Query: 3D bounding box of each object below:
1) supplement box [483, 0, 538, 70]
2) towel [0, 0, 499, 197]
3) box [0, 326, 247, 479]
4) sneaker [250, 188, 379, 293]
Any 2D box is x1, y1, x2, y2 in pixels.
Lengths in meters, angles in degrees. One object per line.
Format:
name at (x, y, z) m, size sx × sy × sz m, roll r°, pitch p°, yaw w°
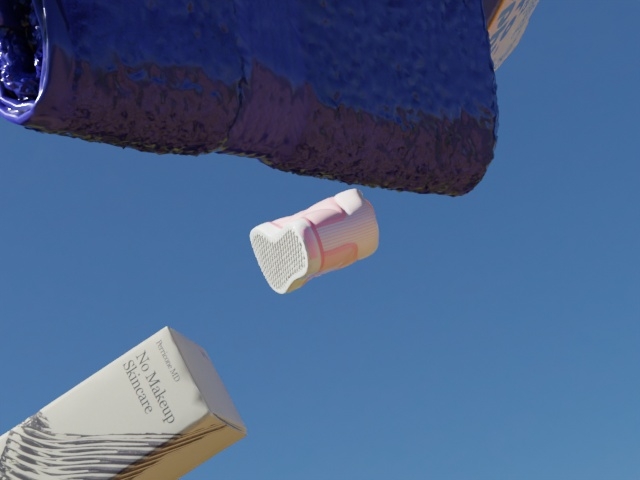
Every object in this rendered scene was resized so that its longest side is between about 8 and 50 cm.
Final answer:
supplement box at (0.004, -0.270, 1.274) m, size 0.195 × 0.356 × 0.194 m, roll -49°, pitch -11°, yaw -48°
towel at (-0.041, -0.138, 0.815) m, size 0.076 × 0.228 × 0.308 m, roll -17°, pitch -16°, yaw 41°
box at (-0.218, 0.207, 1.657) m, size 0.275 × 0.113 × 0.094 m, roll -35°, pitch -27°, yaw 7°
sneaker at (0.000, 0.000, 1.168) m, size 0.070 × 0.051 × 0.134 m, roll -22°, pitch 1°, yaw -18°
